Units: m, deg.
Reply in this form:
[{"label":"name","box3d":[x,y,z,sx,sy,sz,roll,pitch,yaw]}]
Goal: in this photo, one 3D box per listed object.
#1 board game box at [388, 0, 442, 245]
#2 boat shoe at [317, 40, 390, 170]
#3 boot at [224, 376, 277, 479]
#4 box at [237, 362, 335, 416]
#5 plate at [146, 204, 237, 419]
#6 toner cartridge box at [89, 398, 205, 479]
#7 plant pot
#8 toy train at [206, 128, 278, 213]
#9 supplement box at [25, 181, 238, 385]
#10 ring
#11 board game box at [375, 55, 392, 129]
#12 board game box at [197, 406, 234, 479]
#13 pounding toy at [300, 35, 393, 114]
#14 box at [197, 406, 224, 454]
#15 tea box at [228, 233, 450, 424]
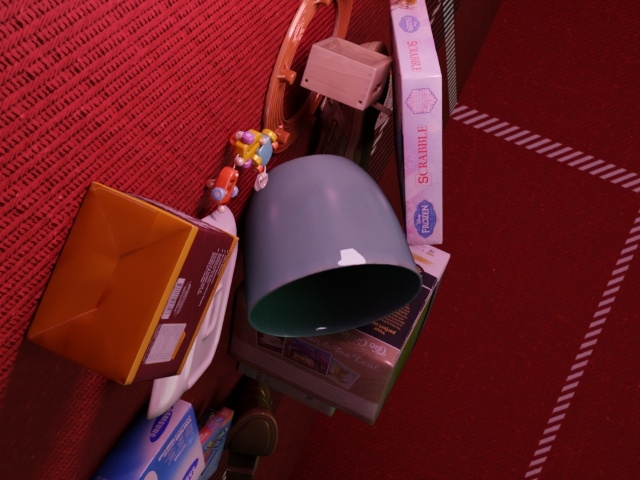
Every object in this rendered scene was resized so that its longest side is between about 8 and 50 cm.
[{"label":"board game box","box3d":[0.162,-0.210,1.715,0.318,0.066,0.318,-91,177,-55]},{"label":"boat shoe","box3d":[0.047,-0.233,1.869,0.121,0.110,0.341,-56,165,-41]},{"label":"boot","box3d":[-0.138,0.375,2.169,0.283,0.109,0.220,100,0,-48]},{"label":"box","box3d":[-0.017,0.207,2.166,0.126,0.231,0.262,102,15,-44]},{"label":"plate","box3d":[-0.177,0.100,1.478,0.278,0.045,0.277,-53,157,-79]},{"label":"toner cartridge box","box3d":[-0.304,0.419,1.559,0.348,0.075,0.165,-56,151,-44]},{"label":"plant pot","box3d":[0.000,0.000,1.682,0.293,0.293,0.235,90,-12,-65]},{"label":"toy train","box3d":[-0.121,-0.113,1.501,0.125,0.046,0.166,-69,166,18]},{"label":"supplement box","box3d":[-0.212,0.051,1.177,0.194,0.129,0.191,23,91,-79]},{"label":"ring","box3d":[-0.009,-0.299,1.677,0.336,0.032,0.336,24,90,-80]},{"label":"board game box","box3d":[0.126,-0.320,2.237,0.193,0.045,0.146,-47,158,-60]},{"label":"board game box","box3d":[-0.243,0.430,1.877,0.281,0.027,0.145,-38,149,-67]},{"label":"pounding toy","box3d":[0.053,-0.259,1.629,0.141,0.130,0.100,-44,155,-64]},{"label":"box","box3d":[-0.256,0.462,2.054,0.184,0.045,0.190,100,16,-56]},{"label":"tea box","box3d":[0.037,0.130,2.008,0.323,0.329,0.220,-55,165,-40]}]
